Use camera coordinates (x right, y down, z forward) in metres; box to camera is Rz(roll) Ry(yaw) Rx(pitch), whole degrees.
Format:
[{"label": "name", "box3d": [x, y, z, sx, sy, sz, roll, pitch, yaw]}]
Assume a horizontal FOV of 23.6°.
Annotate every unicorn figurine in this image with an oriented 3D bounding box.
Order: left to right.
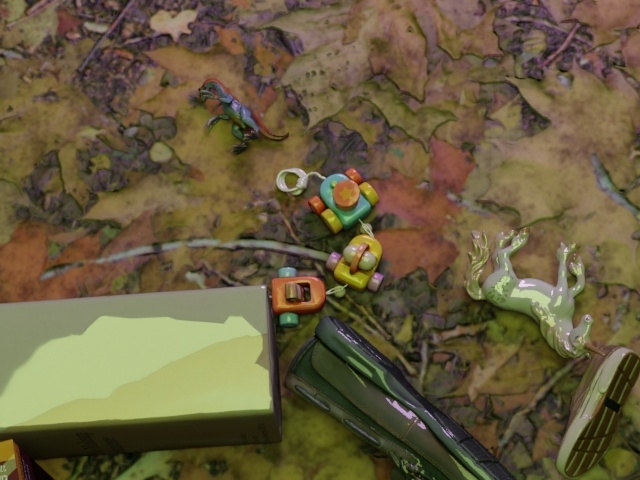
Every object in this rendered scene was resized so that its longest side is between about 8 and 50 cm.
[{"label": "unicorn figurine", "box3d": [0.213, 0.050, 1.470, 0.161, 0.060, 0.111, 13, 72, 23]}]

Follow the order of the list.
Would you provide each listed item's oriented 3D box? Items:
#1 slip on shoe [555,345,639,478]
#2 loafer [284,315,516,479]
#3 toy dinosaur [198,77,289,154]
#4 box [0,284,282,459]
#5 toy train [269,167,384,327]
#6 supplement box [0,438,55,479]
[{"label": "slip on shoe", "box3d": [0.252, 0.158, 1.437, 0.041, 0.051, 0.135, 17, 77, 49]}, {"label": "loafer", "box3d": [0.078, 0.184, 1.417, 0.267, 0.096, 0.084, 43, 97, 21]}, {"label": "toy dinosaur", "box3d": [-0.089, -0.129, 1.555, 0.090, 0.047, 0.082, 1, 57, -33]}, {"label": "box", "box3d": [-0.195, 0.125, 1.406, 0.311, 0.148, 0.121, -5, 72, 2]}, {"label": "toy train", "box3d": [0.000, 0.000, 1.493, 0.125, 0.046, 0.166, 1, 72, 2]}, {"label": "supplement box", "box3d": [-0.292, 0.295, 1.324, 0.129, 0.194, 0.191, -13, 72, -3]}]
